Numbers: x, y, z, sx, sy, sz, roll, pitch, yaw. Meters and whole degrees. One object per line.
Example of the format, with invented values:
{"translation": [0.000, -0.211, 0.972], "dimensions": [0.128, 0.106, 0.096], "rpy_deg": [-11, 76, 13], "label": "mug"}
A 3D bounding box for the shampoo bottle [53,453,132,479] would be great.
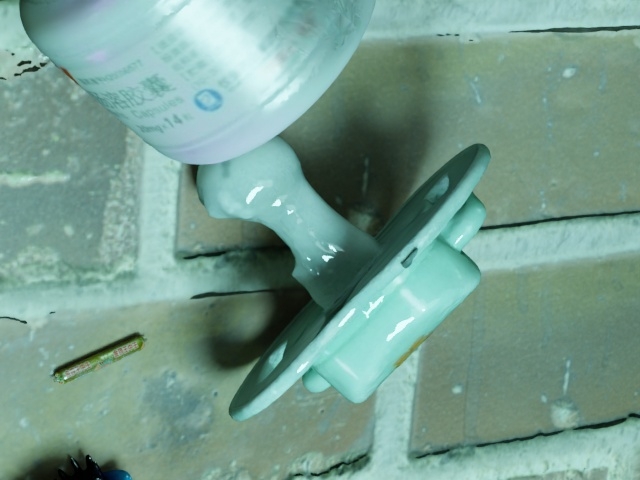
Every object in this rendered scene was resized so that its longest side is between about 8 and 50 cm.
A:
{"translation": [-0.197, 0.282, 1.862], "dimensions": [0.087, 0.050, 0.183], "rpy_deg": [-31, 123, -13], "label": "shampoo bottle"}

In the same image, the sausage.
{"translation": [-0.202, 0.110, 1.819], "dimensions": [0.100, 0.015, 0.015], "rpy_deg": [-23, 119, -28], "label": "sausage"}

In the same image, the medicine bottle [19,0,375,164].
{"translation": [-0.139, -0.243, 1.582], "dimensions": [0.325, 0.256, 0.256], "rpy_deg": [41, 81, -31], "label": "medicine bottle"}

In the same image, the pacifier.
{"translation": [0.000, 0.000, 1.826], "dimensions": [0.343, 0.288, 0.269], "rpy_deg": [-44, 95, 9], "label": "pacifier"}
